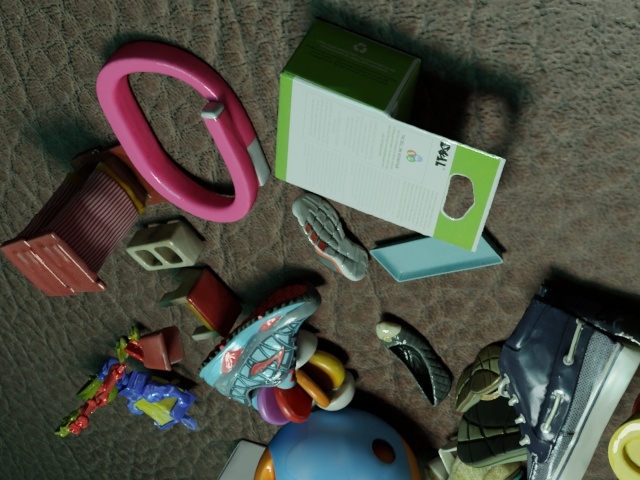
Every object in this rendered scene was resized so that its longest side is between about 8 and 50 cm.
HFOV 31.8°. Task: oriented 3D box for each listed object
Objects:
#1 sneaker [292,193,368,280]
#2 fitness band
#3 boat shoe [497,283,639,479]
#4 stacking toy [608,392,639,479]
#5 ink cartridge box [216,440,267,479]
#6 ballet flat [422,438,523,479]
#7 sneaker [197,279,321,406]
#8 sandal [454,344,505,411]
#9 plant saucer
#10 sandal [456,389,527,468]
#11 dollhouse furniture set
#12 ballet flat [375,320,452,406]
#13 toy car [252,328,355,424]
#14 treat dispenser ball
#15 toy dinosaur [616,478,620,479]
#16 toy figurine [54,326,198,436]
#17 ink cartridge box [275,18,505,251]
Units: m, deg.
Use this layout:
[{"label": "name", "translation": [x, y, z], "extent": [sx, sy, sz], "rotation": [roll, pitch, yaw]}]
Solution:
[{"label": "sneaker", "translation": [0.000, 0.000, 1.525], "extent": [0.064, 0.061, 0.158], "rotation": [2, 139, 48]}, {"label": "fitness band", "translation": [-0.183, -0.136, 1.485], "extent": [0.208, 0.054, 0.291], "rotation": [11, 143, 29]}, {"label": "boat shoe", "translation": [0.287, 0.215, 1.437], "extent": [0.158, 0.127, 0.341], "rotation": [26, 111, 16]}, {"label": "stacking toy", "translation": [0.529, 0.196, 1.370], "extent": [0.308, 0.130, 0.280], "rotation": [13, 119, 21]}, {"label": "ink cartridge box", "translation": [-0.024, 0.599, 2.298], "extent": [0.279, 0.160, 0.385], "rotation": [9, 143, 30]}, {"label": "ballet flat", "translation": [0.228, 0.398, 1.868], "extent": [0.123, 0.123, 0.348], "rotation": [29, 149, 1]}, {"label": "sneaker", "translation": [-0.068, 0.161, 1.713], "extent": [0.125, 0.104, 0.262], "rotation": [44, 126, -5]}, {"label": "sandal", "translation": [0.240, 0.203, 1.611], "extent": [0.049, 0.072, 0.180], "rotation": [16, 151, -6]}, {"label": "plant saucer", "translation": [0.150, 0.016, 1.461], "extent": [0.067, 0.018, 0.192], "rotation": [46, 146, -24]}, {"label": "sandal", "translation": [0.305, 0.275, 1.617], "extent": [0.086, 0.120, 0.302], "rotation": [30, 151, -28]}, {"label": "dollhouse furniture set", "translation": [-0.265, 0.053, 1.681], "extent": [0.152, 0.201, 0.374], "rotation": [-8, 132, 44]}, {"label": "ballet flat", "translation": [0.140, 0.180, 1.672], "extent": [0.057, 0.049, 0.173], "rotation": [-13, 129, 47]}, {"label": "toy car", "translation": [-0.047, 0.236, 1.822], "extent": [0.182, 0.136, 0.159], "rotation": [-10, 131, 47]}, {"label": "treat dispenser ball", "translation": [0.029, 0.423, 1.880], "extent": [0.288, 0.288, 0.288], "rotation": [21, 148, 14]}, {"label": "toy dinosaur", "translation": [0.558, 0.368, 1.549], "extent": [0.322, 0.164, 0.218], "rotation": [22, 138, 49]}, {"label": "toy figurine", "translation": [-0.348, 0.330, 2.170], "extent": [0.217, 0.191, 0.362], "rotation": [32, 150, -13]}, {"label": "ink cartridge box", "translation": [0.084, -0.112, 1.261], "extent": [0.255, 0.097, 0.189], "rotation": [22, 148, 10]}]
